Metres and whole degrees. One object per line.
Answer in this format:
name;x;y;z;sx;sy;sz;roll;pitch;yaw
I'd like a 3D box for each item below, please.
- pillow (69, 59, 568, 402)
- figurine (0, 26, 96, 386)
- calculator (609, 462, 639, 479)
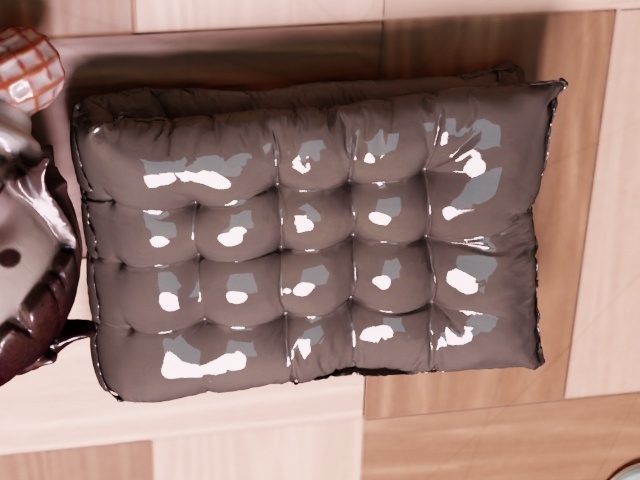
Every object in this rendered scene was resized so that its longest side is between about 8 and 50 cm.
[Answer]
pillow;0.000;0.000;1.012;0.326;0.101;0.228;-7;118;-11
figurine;-0.283;-0.041;0.887;0.281;0.167;0.370;-47;113;-16
calculator;0.303;0.238;1.262;0.153;0.021;0.095;29;110;-23
